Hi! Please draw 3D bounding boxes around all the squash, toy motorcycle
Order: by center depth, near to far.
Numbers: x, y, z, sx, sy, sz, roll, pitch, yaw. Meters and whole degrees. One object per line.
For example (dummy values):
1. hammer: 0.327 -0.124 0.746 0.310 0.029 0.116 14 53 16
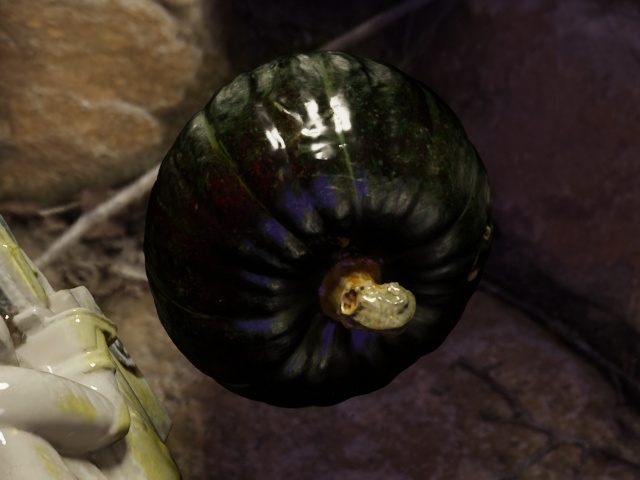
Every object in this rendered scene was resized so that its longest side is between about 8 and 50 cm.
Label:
1. squash: -0.002 -0.003 0.600 0.193 0.155 0.193 3 133 3
2. toy motorcycle: -0.140 0.124 0.600 0.108 0.223 0.340 -27 106 11
